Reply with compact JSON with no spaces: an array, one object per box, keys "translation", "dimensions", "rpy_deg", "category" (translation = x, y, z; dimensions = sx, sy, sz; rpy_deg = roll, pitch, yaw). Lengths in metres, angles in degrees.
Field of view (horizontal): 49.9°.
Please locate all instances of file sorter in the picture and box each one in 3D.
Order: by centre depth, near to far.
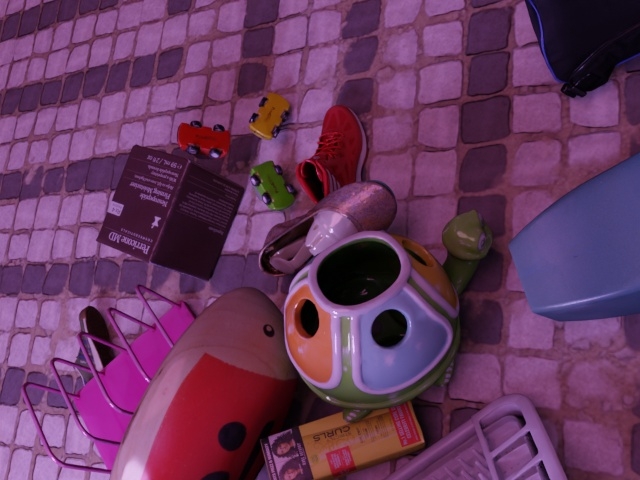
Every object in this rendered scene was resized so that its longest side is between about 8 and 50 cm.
[{"translation":[-0.348,0.249,1.230],"dimensions":[0.291,0.182,0.202],"rpy_deg":[-42,59,2],"category":"file sorter"}]

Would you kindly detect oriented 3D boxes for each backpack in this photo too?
[{"translation":[0.422,-0.372,0.951],"dimensions":[0.264,0.276,0.213],"rpy_deg":[-12,56,25],"category":"backpack"}]

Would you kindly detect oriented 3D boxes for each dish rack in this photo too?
[{"translation":[0.182,0.377,0.893],"dimensions":[0.333,0.072,0.285],"rpy_deg":[-39,18,15],"category":"dish rack"}]

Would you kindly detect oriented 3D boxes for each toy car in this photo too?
[{"translation":[-0.126,-0.149,1.294],"dimensions":[0.224,0.239,0.053],"rpy_deg":[60,154,8],"category":"toy car"}]

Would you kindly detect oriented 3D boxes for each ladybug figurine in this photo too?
[{"translation":[-0.167,0.295,1.077],"dimensions":[0.162,0.305,0.449],"rpy_deg":[27,93,21],"category":"ladybug figurine"}]

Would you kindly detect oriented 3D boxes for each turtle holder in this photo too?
[{"translation":[0.102,0.097,0.982],"dimensions":[0.321,0.227,0.243],"rpy_deg":[-9,52,6],"category":"turtle holder"}]

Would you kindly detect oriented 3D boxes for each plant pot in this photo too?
[{"translation":[0.385,0.013,0.901],"dimensions":[0.234,0.166,0.165],"rpy_deg":[-28,62,31],"category":"plant pot"}]

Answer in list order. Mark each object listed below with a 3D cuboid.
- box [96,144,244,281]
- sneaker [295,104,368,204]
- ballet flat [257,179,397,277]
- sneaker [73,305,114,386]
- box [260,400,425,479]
[{"translation":[-0.287,-0.052,1.328],"dimensions":[0.169,0.167,0.203],"rpy_deg":[18,85,35],"category":"box"},{"translation":[0.019,-0.152,1.192],"dimensions":[0.087,0.128,0.221],"rpy_deg":[-16,69,26],"category":"sneaker"},{"translation":[0.000,0.000,1.121],"dimensions":[0.316,0.107,0.106],"rpy_deg":[-28,19,51],"category":"ballet flat"},{"translation":[-0.480,0.235,1.420],"dimensions":[0.086,0.064,0.192],"rpy_deg":[-34,63,13],"category":"sneaker"},{"translation":[0.034,0.305,1.031],"dimensions":[0.233,0.058,0.087],"rpy_deg":[-17,63,-1],"category":"box"}]
